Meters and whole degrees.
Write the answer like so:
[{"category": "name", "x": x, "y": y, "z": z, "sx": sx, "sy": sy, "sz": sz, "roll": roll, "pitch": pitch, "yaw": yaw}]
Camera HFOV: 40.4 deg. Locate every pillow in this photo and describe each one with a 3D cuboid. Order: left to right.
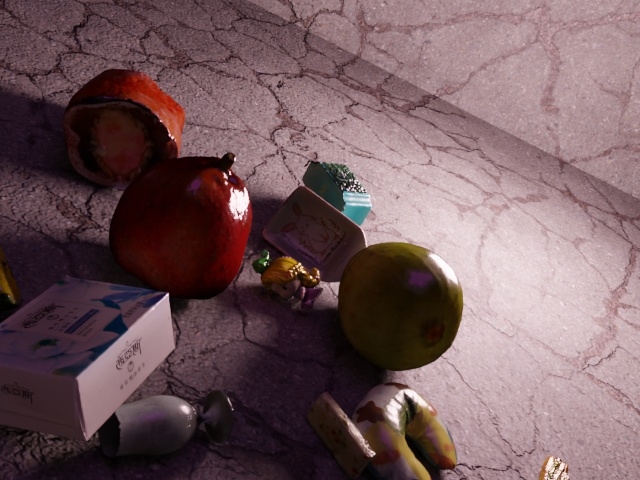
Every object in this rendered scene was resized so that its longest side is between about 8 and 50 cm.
[{"category": "pillow", "x": 0.153, "y": 0.364, "z": 1.599, "sx": 0.214, "sy": 0.086, "sz": 0.233, "roll": 48, "pitch": 31, "yaw": 11}]

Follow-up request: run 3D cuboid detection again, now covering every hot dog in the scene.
[{"category": "hot dog", "x": 0.464, "y": 0.467, "z": 1.720, "sx": 0.056, "sy": 0.041, "sz": 0.133, "roll": 34, "pitch": 31, "yaw": 10}]

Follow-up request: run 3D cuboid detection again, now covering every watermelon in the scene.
[{"category": "watermelon", "x": -0.572, "y": 0.022, "z": 1.467, "sx": 0.123, "sy": 0.129, "sz": 0.301, "roll": -2, "pitch": 47, "yaw": -37}]

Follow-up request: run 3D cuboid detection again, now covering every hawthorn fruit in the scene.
[{"category": "hawthorn fruit", "x": -0.254, "y": -0.043, "z": 1.655, "sx": 0.265, "sy": 0.307, "sz": 0.265, "roll": 27, "pitch": 27, "yaw": -15}]

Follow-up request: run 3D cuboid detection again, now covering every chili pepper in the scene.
[{"category": "chili pepper", "x": -0.426, "y": -0.273, "z": 1.945, "sx": 0.252, "sy": 0.229, "sz": 0.305, "roll": 7, "pitch": 33, "yaw": -3}]

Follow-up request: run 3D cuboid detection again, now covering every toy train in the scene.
[{"category": "toy train", "x": 0.027, "y": -0.096, "z": 2.101, "sx": 0.112, "sy": 0.163, "sz": 0.203, "roll": 1, "pitch": 40, "yaw": -41}]

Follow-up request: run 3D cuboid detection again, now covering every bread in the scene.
[{"category": "bread", "x": 0.033, "y": 0.343, "z": 1.532, "sx": 0.028, "sy": 0.068, "sz": 0.153, "roll": -3, "pitch": 43, "yaw": -44}]

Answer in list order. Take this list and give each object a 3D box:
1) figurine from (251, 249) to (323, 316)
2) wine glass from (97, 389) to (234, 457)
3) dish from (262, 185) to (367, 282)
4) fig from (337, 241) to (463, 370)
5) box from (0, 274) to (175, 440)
[{"category": "figurine", "x": -0.067, "y": 0.072, "z": 1.833, "sx": 0.156, "sy": 0.094, "sz": 0.115, "roll": 31, "pitch": 41, "yaw": -3}, {"category": "wine glass", "x": -0.244, "y": 0.288, "z": 1.366, "sx": 0.202, "sy": 0.093, "sz": 0.093, "roll": -1, "pitch": 41, "yaw": -41}, {"category": "dish", "x": 0.000, "y": 0.000, "z": 1.986, "sx": 0.234, "sy": 0.154, "sz": 0.064, "roll": 37, "pitch": -4, "yaw": 15}, {"category": "fig", "x": 0.153, "y": 0.116, "z": 1.805, "sx": 0.258, "sy": 0.258, "sz": 0.326, "roll": 13, "pitch": 21, "yaw": -25}, {"category": "box", "x": -0.380, "y": 0.171, "z": 1.341, "sx": 0.203, "sy": 0.116, "sz": 0.274, "roll": 7, "pitch": 25, "yaw": 19}]
